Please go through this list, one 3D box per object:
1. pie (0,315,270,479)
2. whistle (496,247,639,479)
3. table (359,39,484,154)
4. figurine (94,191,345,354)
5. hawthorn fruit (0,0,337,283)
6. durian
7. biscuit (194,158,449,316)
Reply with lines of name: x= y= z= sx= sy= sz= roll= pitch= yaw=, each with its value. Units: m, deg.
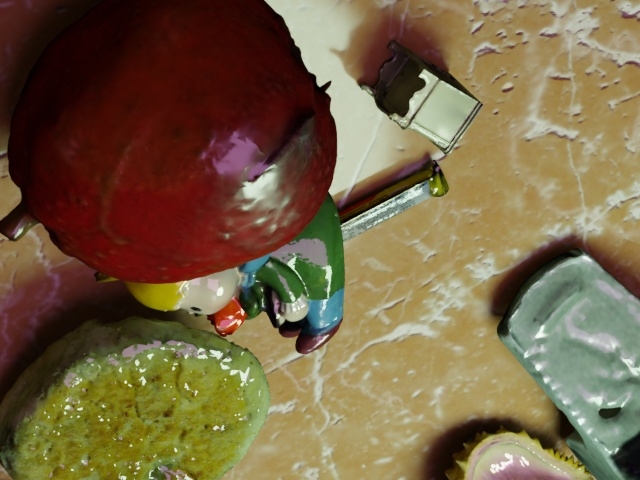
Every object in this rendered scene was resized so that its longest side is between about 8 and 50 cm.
pie: x=-0.184 y=0.173 z=1.780 sx=0.277 sy=0.078 sz=0.277 roll=-10 pitch=133 yaw=-11
whistle: x=0.364 y=0.190 z=2.008 sx=0.168 sy=0.188 sz=0.405 roll=-45 pitch=127 yaw=-5
table: x=0.096 y=-0.138 z=1.738 sx=0.083 sy=0.079 sz=0.062 roll=27 pitch=104 yaw=-35
figurine: x=-0.097 y=0.036 z=1.725 sx=0.234 sy=0.127 sz=0.185 roll=-17 pitch=126 yaw=-20
hawthorn fruit: x=-0.139 y=-0.081 z=1.549 sx=0.307 sy=0.265 sz=0.265 roll=-34 pitch=130 yaw=7
durian: x=0.211 y=0.298 z=2.051 sx=0.182 sy=0.132 sz=0.165 roll=-53 pitch=148 yaw=-14
biscuit: x=0.000 y=0.000 z=1.815 sx=0.292 sy=0.026 sz=0.048 roll=-27 pitch=133 yaw=-8
